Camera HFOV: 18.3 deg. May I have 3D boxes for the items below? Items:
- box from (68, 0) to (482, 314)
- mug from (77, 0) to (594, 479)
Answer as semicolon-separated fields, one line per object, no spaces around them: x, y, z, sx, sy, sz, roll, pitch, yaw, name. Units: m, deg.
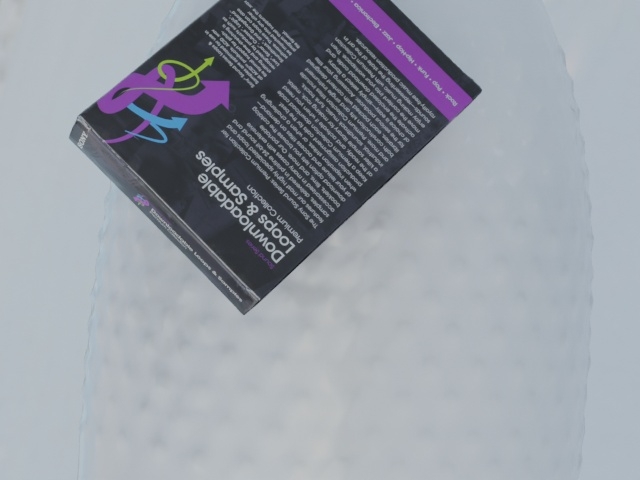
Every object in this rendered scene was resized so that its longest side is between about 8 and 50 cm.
-0.019;-0.058;0.912;0.162;0.116;0.029;-43;-4;-28;box
0.000;0.000;1.134;0.374;0.276;0.328;-166;80;-73;mug
